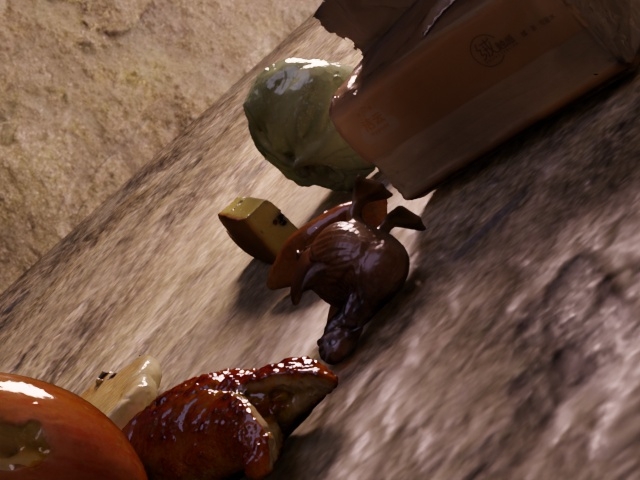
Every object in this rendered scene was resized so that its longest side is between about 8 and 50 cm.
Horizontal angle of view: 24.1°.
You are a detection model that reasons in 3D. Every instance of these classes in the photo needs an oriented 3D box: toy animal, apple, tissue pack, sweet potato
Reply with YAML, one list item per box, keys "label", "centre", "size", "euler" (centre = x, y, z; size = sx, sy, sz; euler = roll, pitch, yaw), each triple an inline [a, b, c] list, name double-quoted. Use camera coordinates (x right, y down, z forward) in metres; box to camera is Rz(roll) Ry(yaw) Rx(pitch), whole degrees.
- label: "toy animal"
  centre: [0.017, 0.039, 1.394]
  size: [0.188, 0.089, 0.179]
  euler: [-13, 48, 57]
- label: "apple"
  centre: [-0.276, 0.221, 1.229]
  size: [0.242, 0.241, 0.242]
  euler: [-27, 54, 44]
- label: "tissue pack"
  centre: [0.155, -0.221, 1.476]
  size: [0.305, 0.238, 0.238]
  euler: [-31, 17, 43]
- label: "sweet potato"
  centre: [0.002, 0.002, 1.611]
  size: [0.202, 0.055, 0.058]
  euler: [-36, 14, 34]

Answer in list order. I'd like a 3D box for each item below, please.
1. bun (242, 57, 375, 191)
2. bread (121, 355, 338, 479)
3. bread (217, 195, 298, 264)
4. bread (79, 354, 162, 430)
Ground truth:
- label: "bun"
  centre: [0.003, -0.128, 1.839]
  size: [0.212, 0.203, 0.127]
  euler: [76, -153, -66]
- label: "bread"
  centre: [-0.092, 0.160, 1.286]
  size: [0.269, 0.095, 0.139]
  euler: [-31, 19, 53]
- label: "bread"
  centre: [-0.077, -0.013, 1.838]
  size: [0.049, 0.088, 0.226]
  euler: [-47, 14, -8]
- label: "bread"
  centre: [-0.290, 0.248, 1.719]
  size: [0.316, 0.054, 0.316]
  euler: [-40, 12, 10]
